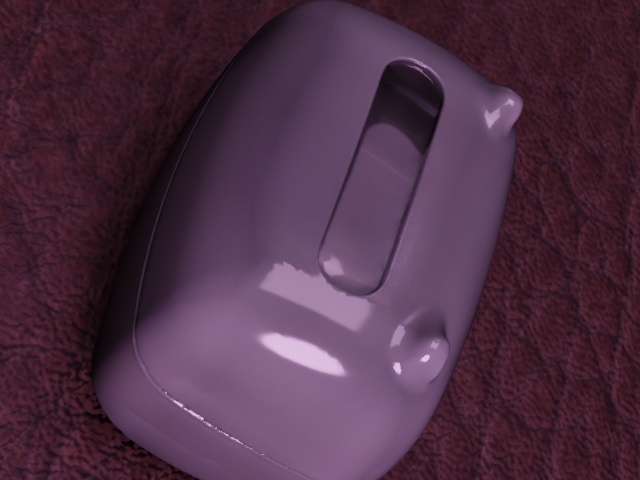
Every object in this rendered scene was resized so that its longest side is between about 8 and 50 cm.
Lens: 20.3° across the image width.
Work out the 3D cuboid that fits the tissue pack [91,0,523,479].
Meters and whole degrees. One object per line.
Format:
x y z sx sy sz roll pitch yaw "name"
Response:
0.000 0.000 1.230 0.229 0.236 0.333 31 55 -16 "tissue pack"
